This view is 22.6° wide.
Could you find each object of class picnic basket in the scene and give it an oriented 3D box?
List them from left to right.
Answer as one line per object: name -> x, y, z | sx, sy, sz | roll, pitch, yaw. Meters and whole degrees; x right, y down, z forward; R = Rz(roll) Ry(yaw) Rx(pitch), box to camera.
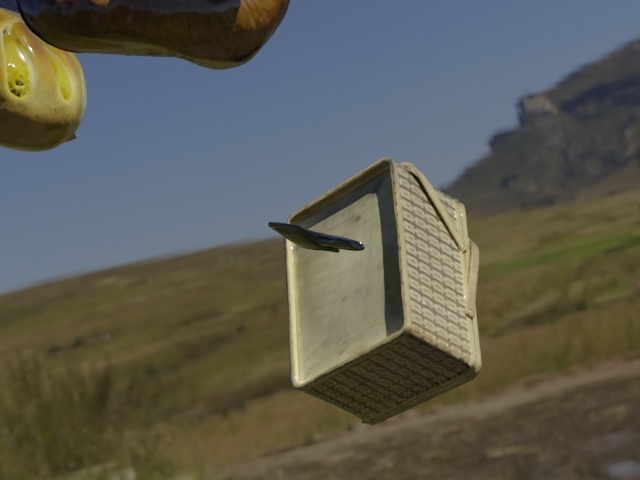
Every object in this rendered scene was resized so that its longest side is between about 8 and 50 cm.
picnic basket -> 0.090, 0.070, 2.247 | 0.228, 0.313, 0.175 | -31, -43, 33

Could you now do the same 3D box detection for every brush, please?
brush -> 0.000, 0.000, 1.821 | 0.063, 0.016, 0.193 | 29, -11, -24

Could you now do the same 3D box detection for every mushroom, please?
mushroom -> -0.178, -0.347, 1.798 | 0.345, 0.345, 0.260 | -14, -32, -1

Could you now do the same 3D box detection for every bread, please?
bread -> -0.448, -0.247, 2.113 | 0.160, 0.333, 0.333 | -60, -17, 14
